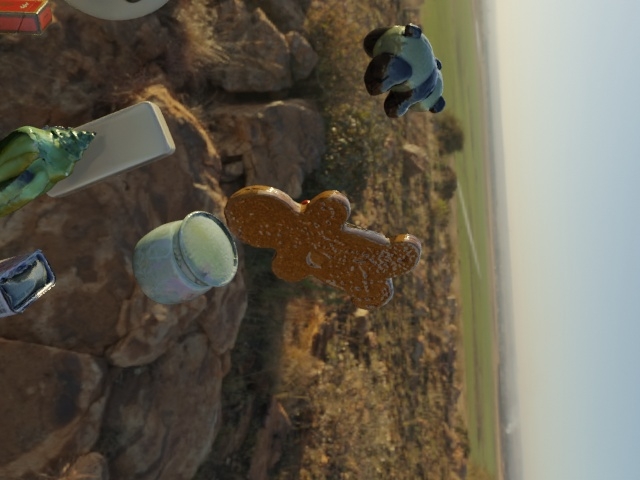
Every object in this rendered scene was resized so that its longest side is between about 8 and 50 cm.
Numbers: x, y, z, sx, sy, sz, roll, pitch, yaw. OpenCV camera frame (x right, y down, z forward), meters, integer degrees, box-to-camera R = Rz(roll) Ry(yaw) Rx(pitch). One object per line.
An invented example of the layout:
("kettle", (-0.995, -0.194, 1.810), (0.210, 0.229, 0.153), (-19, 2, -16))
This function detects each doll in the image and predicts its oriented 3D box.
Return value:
("doll", (0.175, -0.343, 1.144), (0.234, 0.135, 0.143), (36, 49, -56))

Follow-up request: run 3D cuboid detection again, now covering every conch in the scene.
("conch", (-0.376, -0.086, 0.701), (0.201, 0.095, 0.079), (-46, 135, -5))

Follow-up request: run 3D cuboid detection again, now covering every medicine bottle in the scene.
("medicine bottle", (-0.243, 0.033, 1.013), (0.147, 0.143, 0.147), (39, 40, -44))

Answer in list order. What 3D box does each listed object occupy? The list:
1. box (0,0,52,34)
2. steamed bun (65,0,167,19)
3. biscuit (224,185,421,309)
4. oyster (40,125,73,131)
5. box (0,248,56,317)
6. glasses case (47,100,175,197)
("box", (-0.955, -0.677, 1.680), (0.153, 0.240, 0.074), (-107, -162, -56))
("steamed bun", (-0.397, -0.611, 1.050), (0.374, 0.334, 0.333), (111, -8, -54))
("biscuit", (0.000, -0.001, 0.903), (0.049, 0.324, 0.205), (-85, -160, -46))
("oyster", (-0.617, -0.197, 1.287), (0.053, 0.165, 0.108), (43, 33, 7))
("box", (-0.838, 0.130, 1.320), (0.190, 0.370, 0.112), (-81, 155, -68))
("glasses case", (-0.550, -0.229, 1.414), (0.076, 0.337, 0.143), (-97, 167, -83))
